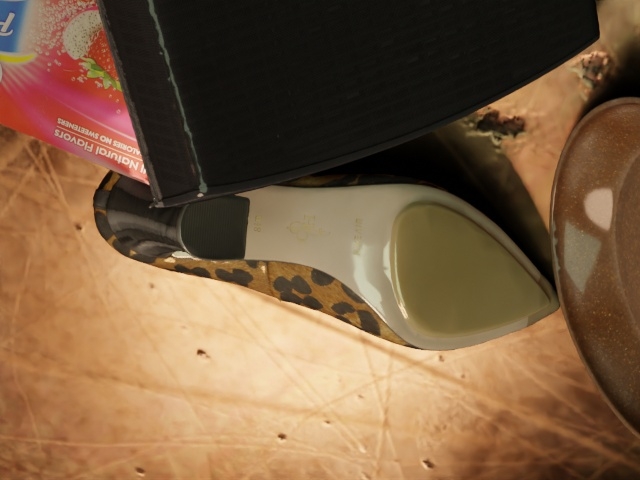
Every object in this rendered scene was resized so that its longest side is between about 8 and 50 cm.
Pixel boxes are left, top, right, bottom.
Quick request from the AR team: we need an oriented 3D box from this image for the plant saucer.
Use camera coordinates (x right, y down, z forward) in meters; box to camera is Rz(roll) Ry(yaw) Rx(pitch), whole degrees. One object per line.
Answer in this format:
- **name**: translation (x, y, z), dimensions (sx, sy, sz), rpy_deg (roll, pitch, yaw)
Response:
- **plant saucer**: translation (0.190, 0.019, 0.768), dimensions (0.036, 0.198, 0.198), rpy_deg (-14, 121, -22)

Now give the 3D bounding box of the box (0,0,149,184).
- **box**: translation (-0.168, -0.149, 0.782), dimensions (0.257, 0.122, 0.128), rpy_deg (23, 121, 2)

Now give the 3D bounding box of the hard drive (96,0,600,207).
- **hard drive**: translation (0.022, -0.123, 0.701), dimensions (0.255, 0.054, 0.172), rpy_deg (-23, 117, -20)

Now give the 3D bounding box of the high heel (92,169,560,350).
- **high heel**: translation (0.000, 0.000, 0.867), dimensions (0.261, 0.186, 0.093), rpy_deg (14, 91, -27)
